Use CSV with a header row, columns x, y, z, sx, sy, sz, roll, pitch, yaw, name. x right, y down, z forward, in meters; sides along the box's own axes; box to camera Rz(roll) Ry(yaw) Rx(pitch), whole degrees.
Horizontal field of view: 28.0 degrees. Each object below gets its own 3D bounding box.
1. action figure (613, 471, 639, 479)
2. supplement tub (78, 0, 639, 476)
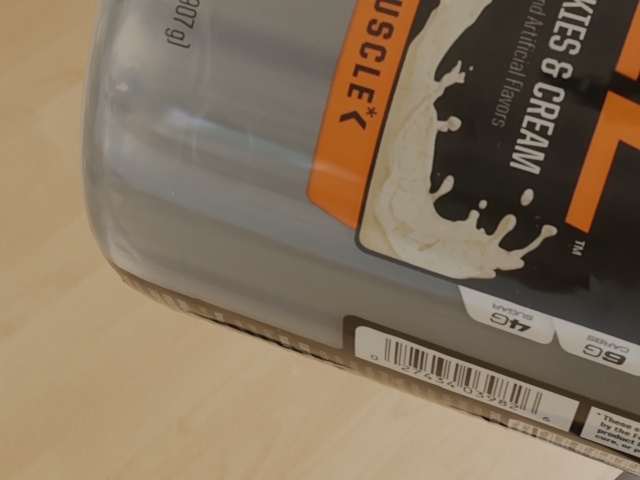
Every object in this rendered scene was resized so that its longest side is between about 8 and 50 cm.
x,y,z,sx,sy,sz,roll,pitch,yaw,name
0.153,0.250,0.894,0.285,0.185,0.099,-36,55,6,action figure
0.108,-0.027,0.380,0.316,0.193,0.193,18,62,12,supplement tub
